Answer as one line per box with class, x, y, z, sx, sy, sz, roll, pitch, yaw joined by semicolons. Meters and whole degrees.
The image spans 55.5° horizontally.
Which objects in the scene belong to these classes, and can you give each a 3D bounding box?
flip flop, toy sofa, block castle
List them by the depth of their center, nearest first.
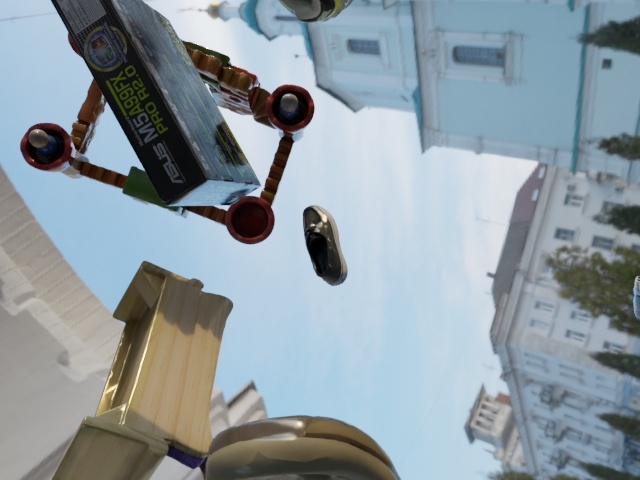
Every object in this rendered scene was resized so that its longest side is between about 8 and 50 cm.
flip flop;0.037;0.189;0.357;0.277;0.112;0.080;49;-156;-38
toy sofa;-0.262;0.215;0.956;0.150;0.177;0.362;-54;22;29
block castle;-0.258;-0.195;1.090;0.213;0.454;0.302;109;-179;-84

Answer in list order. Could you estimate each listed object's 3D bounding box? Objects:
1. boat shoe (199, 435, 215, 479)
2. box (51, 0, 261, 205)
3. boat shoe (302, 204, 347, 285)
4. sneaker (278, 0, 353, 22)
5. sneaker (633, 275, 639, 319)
boat shoe;-0.164;0.449;1.078;0.105;0.306;0.113;-45;-8;-19
box;-0.186;-0.170;0.739;0.270;0.060;0.216;61;-170;1
boat shoe;0.000;0.000;0.859;0.049;0.142;0.040;-38;-39;22
sneaker;-0.088;-0.437;0.747;0.385;0.145;0.147;41;-144;-19
sneaker;0.429;0.098;0.682;0.064;0.162;0.073;-20;-53;-27
